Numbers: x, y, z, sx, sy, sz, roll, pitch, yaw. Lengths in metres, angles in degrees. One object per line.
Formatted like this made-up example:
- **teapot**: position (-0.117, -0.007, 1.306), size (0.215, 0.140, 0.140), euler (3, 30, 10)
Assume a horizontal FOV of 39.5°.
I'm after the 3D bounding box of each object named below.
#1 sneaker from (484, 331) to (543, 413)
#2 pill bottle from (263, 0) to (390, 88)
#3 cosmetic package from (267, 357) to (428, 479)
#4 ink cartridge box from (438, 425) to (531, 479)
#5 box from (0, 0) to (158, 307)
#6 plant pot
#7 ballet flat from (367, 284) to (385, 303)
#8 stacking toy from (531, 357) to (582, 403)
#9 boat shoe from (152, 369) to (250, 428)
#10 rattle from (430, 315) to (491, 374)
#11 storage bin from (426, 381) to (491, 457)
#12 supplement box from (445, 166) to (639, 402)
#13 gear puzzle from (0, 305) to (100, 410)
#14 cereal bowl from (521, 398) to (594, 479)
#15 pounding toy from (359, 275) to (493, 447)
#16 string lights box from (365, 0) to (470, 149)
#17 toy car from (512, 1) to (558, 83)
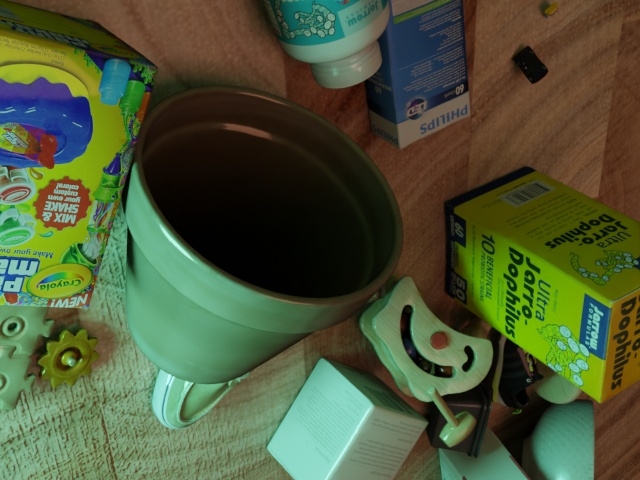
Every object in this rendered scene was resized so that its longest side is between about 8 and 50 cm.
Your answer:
- **sneaker**: position (0.384, 0.224, 1.686), size (0.084, 0.097, 0.235), euler (-31, 137, -46)
- **pill bottle**: position (-0.002, -0.315, 1.059), size (0.146, 0.146, 0.264), euler (-36, 131, -15)
- **cosmetic package**: position (0.043, 0.319, 1.458), size (0.151, 0.151, 0.184), euler (27, 97, -43)
- **ink cartridge box**: position (0.340, 0.543, 1.767), size (0.117, 0.207, 0.283), euler (-21, 127, -14)
- **box**: position (-0.361, -0.098, 0.895), size (0.290, 0.177, 0.279), euler (5, 113, -39)
- **plant pot**: position (-0.104, 0.023, 1.078), size (0.323, 0.323, 0.280), euler (-6, 145, -34)
- **ballet flat**: position (0.061, -0.005, 1.341), size (0.058, 0.084, 0.250), euler (-13, 128, -13)
- **stacking toy**: position (0.565, 0.214, 1.822), size (0.330, 0.141, 0.141), euler (-18, 125, -37)
- **boat shoe**: position (-0.128, 0.151, 1.269), size (0.109, 0.094, 0.302), euler (33, 93, -44)
- **rattle**: position (0.233, 0.144, 1.584), size (0.200, 0.142, 0.130), euler (-46, 168, -26)
- **storage bin**: position (0.254, 0.329, 1.675), size (0.091, 0.098, 0.135), euler (6, 114, -9)
- **supplement box**: position (0.384, 0.056, 1.422), size (0.195, 0.356, 0.194), euler (-24, 127, -25)
- **gear puzzle**: position (-0.419, 0.124, 1.077), size (0.339, 0.044, 0.176), euler (9, 107, -43)
- **cereal bowl**: position (0.487, 0.494, 1.837), size (0.339, 0.141, 0.339), euler (2, 90, -76)
- **pounding toy**: position (0.193, 0.176, 1.405), size (0.154, 0.155, 0.270), euler (-34, 96, -15)
- **string lights box**: position (0.128, -0.272, 1.229), size (0.133, 0.076, 0.260), euler (-27, 128, -22)
- **toy car**: position (0.353, -0.306, 1.398), size (0.122, 0.060, 0.040), euler (-56, 166, 13)
